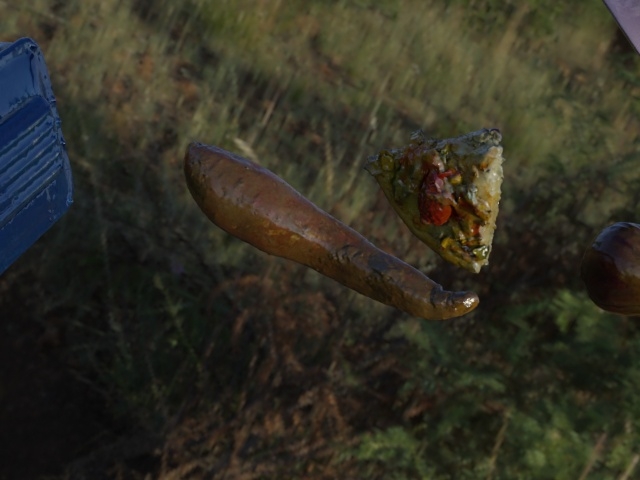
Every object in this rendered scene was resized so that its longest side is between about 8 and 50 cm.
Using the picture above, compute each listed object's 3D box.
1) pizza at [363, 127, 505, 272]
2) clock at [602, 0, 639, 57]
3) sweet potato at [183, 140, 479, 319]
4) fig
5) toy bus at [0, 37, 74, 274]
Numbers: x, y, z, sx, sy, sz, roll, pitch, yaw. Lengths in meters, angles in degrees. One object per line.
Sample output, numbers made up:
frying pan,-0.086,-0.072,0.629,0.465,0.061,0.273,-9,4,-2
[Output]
pizza,0.060,-0.028,0.549,0.083,0.078,0.025,47,46,16
clock,0.320,-0.241,1.106,0.172,0.064,0.198,39,25,-41
sweet potato,0.000,0.000,0.706,0.214,0.050,0.050,29,16,14
fig,0.299,0.036,0.999,0.125,0.088,0.089,25,11,41
toy bus,-0.303,-0.020,0.705,0.175,0.138,0.287,7,34,19
